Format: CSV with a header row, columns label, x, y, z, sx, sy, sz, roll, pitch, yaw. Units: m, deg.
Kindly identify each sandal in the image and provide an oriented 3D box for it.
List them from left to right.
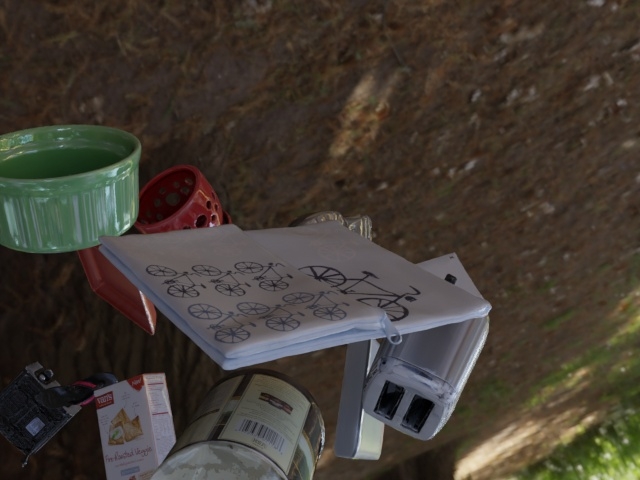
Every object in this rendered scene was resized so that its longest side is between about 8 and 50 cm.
label,x,y,z,sx,sy,sz,roll,pitch,yaw
sandal,-0.561,0.356,1.930,0.179,0.067,0.040,-15,-176,-9

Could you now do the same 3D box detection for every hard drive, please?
label,x,y,z,sx,sy,sz,roll,pitch,yaw
hard drive,0.093,0.326,1.688,0.047,0.233,0.353,5,166,13

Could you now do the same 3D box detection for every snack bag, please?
label,x,y,z,sx,sy,sz,roll,pitch,yaw
snack bag,-0.027,0.037,0.902,0.342,0.323,0.037,-6,111,-33

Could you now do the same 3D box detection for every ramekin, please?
label,x,y,z,sx,sy,sz,roll,pitch,yaw
ramekin,-0.475,-0.097,1.511,0.303,0.303,0.148,-12,118,-23

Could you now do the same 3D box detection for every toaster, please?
label,x,y,z,sx,sy,sz,roll,pitch,yaw
toaster,-0.700,0.414,2.011,0.185,0.168,0.110,-44,180,6
toaster,0.136,0.161,1.090,0.227,0.129,0.146,103,14,-56

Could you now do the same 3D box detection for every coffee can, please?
label,x,y,z,sx,sy,sz,roll,pitch,yaw
coffee can,-0.108,0.316,1.137,0.201,0.202,0.275,-27,-174,11

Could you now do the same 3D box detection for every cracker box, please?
label,x,y,z,sx,sy,sz,roll,pitch,yaw
cracker box,-0.373,0.400,1.684,0.155,0.232,0.067,-23,162,32

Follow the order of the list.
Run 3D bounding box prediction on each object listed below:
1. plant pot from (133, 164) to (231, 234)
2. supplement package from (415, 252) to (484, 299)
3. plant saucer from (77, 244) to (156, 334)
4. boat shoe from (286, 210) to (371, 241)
label,x,y,z,sx,sy,sz,roll,pitch,yaw
plant pot,-0.309,-0.051,1.887,0.191,0.191,0.174,-27,133,11
supplement package,0.243,0.161,1.849,0.133,0.139,0.244,-16,148,-21
plant saucer,-0.537,0.101,2.194,0.047,0.258,0.259,-43,149,-29
boat shoe,0.000,0.000,1.833,0.130,0.133,0.355,2,179,25
